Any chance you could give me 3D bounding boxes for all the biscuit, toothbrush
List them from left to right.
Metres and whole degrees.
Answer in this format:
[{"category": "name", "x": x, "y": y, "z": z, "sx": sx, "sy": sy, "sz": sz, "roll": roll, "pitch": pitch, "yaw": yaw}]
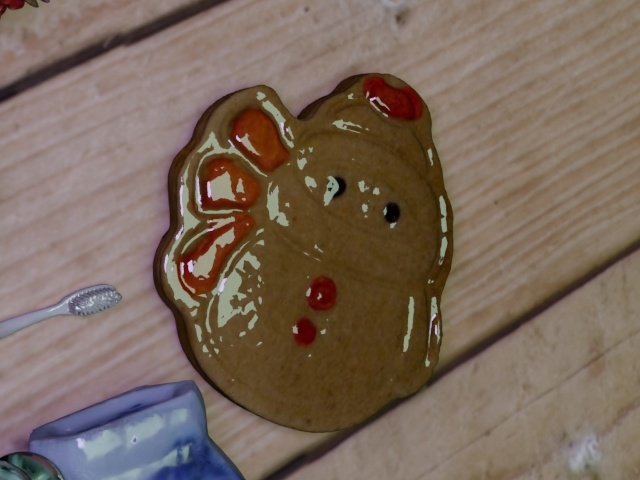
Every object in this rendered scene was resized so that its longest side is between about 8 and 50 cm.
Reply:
[{"category": "toothbrush", "x": -0.324, "y": 0.093, "z": 1.589, "sx": 0.307, "sy": 0.029, "sz": 0.025, "roll": -19, "pitch": 108, "yaw": -28}, {"category": "biscuit", "x": 0.000, "y": 0.000, "z": 1.755, "sx": 0.359, "sy": 0.074, "sz": 0.381, "roll": 28, "pitch": 81, "yaw": -29}]

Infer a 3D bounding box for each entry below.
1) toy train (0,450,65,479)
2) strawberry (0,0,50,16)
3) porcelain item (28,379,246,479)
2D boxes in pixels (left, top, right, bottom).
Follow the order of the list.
[{"category": "toy train", "x": -0.350, "y": 0.271, "z": 1.459, "sx": 0.304, "sy": 0.150, "sz": 0.221, "roll": 16, "pitch": 86, "yaw": 6}, {"category": "strawberry", "x": -0.378, "y": -0.261, "z": 1.494, "sx": 0.306, "sy": 0.138, "sz": 0.233, "roll": -8, "pitch": 61, "yaw": 6}, {"category": "porcelain item", "x": -0.138, "y": 0.348, "z": 1.617, "sx": 0.242, "sy": 0.178, "sz": 0.405, "roll": -20, "pitch": 96, "yaw": -26}]
